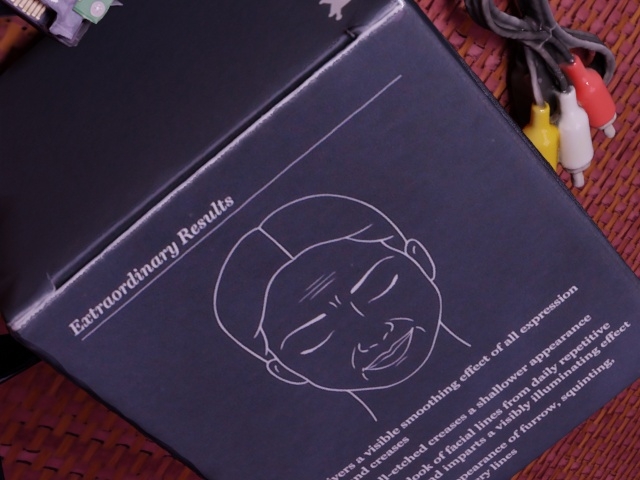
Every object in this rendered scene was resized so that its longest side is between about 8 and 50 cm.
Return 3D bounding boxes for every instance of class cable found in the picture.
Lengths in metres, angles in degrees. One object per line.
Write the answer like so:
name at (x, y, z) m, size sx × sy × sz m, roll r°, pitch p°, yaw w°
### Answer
cable at (0.197, -0.153, 1.562) m, size 0.139 × 0.072 × 0.287 m, roll -44°, pitch 149°, yaw -15°

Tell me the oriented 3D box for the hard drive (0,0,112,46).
hard drive at (-0.129, -0.303, 0.993) m, size 0.237 × 0.064 × 0.339 m, roll 34°, pitch 86°, yaw -32°

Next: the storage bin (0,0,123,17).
storage bin at (-0.193, -0.174, 1.100) m, size 0.135 × 0.098 × 0.091 m, roll -12°, pitch 100°, yaw -43°

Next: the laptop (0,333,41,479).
laptop at (-0.282, 0.172, 1.236) m, size 0.234 × 0.264 × 0.136 m, roll -32°, pitch 103°, yaw -29°

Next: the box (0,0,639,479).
box at (0.000, 0.000, 1.233) m, size 0.293 × 0.212 × 0.395 m, roll -39°, pitch 134°, yaw 7°
